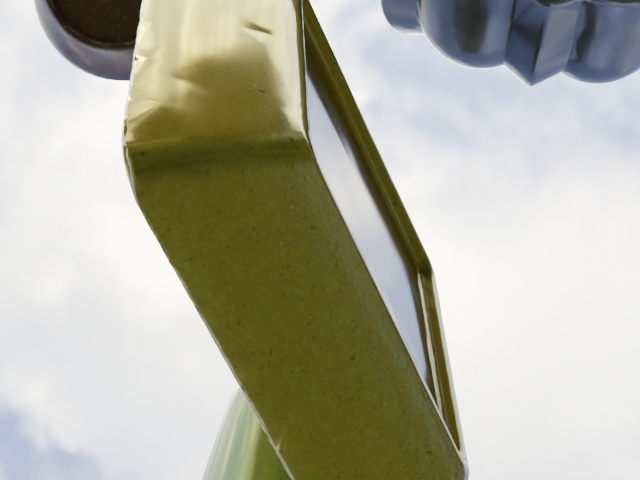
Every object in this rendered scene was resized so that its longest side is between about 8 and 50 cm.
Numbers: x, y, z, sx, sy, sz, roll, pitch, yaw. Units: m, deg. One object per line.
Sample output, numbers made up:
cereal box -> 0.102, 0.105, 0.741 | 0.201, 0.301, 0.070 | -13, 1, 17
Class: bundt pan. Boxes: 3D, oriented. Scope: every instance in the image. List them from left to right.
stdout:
bundt pan -> 0.160, -0.230, 1.219 | 0.331, 0.124, 0.330 | 2, -132, -3

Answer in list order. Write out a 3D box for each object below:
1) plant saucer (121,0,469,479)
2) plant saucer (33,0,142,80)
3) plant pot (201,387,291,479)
plant saucer -> 0.000, 0.000, 1.012 | 0.081, 0.332, 0.332 | -21, -151, 11
plant saucer -> -0.148, -0.207, 1.324 | 0.168, 0.029, 0.168 | -2, -96, 15
plant pot -> 0.008, 0.245, 1.192 | 0.275, 0.275, 0.293 | 5, -119, -16
